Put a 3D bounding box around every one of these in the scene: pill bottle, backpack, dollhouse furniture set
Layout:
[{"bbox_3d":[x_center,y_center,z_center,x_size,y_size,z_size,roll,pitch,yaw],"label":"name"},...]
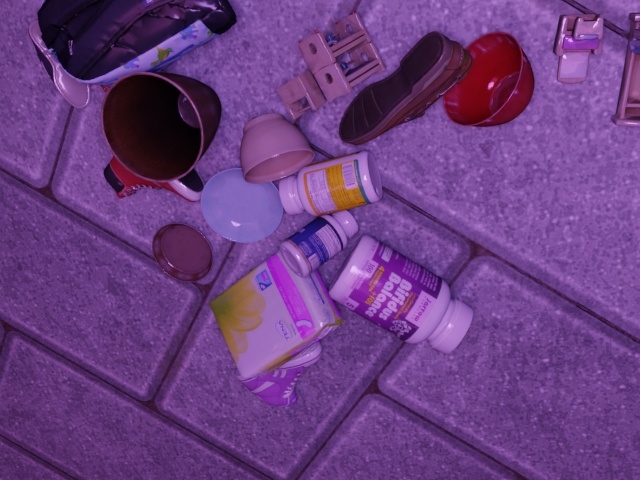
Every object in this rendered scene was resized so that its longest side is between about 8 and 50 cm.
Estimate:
[{"bbox_3d":[0.021,-0.118,1.241,0.209,0.117,0.117,-12,111,19],"label":"pill bottle"},{"bbox_3d":[-0.378,-0.452,1.128,0.356,0.273,0.290,-33,95,4],"label":"backpack"},{"bbox_3d":[0.551,-0.264,0.932,0.287,0.303,0.198,3,114,13],"label":"dollhouse furniture set"},{"bbox_3d":[0.000,0.000,1.273,0.094,0.169,0.094,45,158,24],"label":"pill bottle"},{"bbox_3d":[0.184,0.129,1.285,0.302,0.169,0.169,30,118,-1],"label":"pill bottle"},{"bbox_3d":[0.006,-0.353,1.154,0.184,0.129,0.128,-11,114,51],"label":"dollhouse furniture set"}]

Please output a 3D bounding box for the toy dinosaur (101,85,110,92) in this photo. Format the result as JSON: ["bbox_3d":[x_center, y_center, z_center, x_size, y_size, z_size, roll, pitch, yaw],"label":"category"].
[{"bbox_3d":[-0.486,-0.339,1.301,0.047,0.090,0.082,-37,69,41],"label":"toy dinosaur"}]

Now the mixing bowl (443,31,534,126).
[{"bbox_3d":[0.333,-0.289,1.071,0.098,0.181,0.181,14,124,-33],"label":"mixing bowl"}]

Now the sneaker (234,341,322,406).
[{"bbox_3d":[-0.078,0.355,1.504,0.282,0.102,0.161,-26,110,34],"label":"sneaker"}]

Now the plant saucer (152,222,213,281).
[{"bbox_3d":[-0.349,0.027,1.454,0.169,0.029,0.168,6,116,12],"label":"plant saucer"}]

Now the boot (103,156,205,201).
[{"bbox_3d":[-0.404,-0.137,1.364,0.244,0.088,0.176,38,119,2],"label":"boot"}]

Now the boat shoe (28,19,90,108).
[{"bbox_3d":[-0.603,-0.405,1.314,0.065,0.075,0.206,16,136,57],"label":"boat shoe"}]

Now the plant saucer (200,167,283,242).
[{"bbox_3d":[-0.184,-0.087,1.342,0.195,0.037,0.194,1,120,2],"label":"plant saucer"}]

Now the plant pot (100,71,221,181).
[{"bbox_3d":[-0.302,-0.262,1.194,0.216,0.230,0.215,6,116,12],"label":"plant pot"}]

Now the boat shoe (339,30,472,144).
[{"bbox_3d":[0.166,-0.277,1.130,0.105,0.110,0.307,11,150,-38],"label":"boat shoe"}]

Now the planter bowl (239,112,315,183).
[{"bbox_3d":[-0.106,-0.206,1.224,0.162,0.162,0.109,-24,80,23],"label":"planter bowl"}]

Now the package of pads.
[{"bbox_3d":[-0.111,0.179,1.374,0.297,0.101,0.229,-36,71,27],"label":"package of pads"}]
